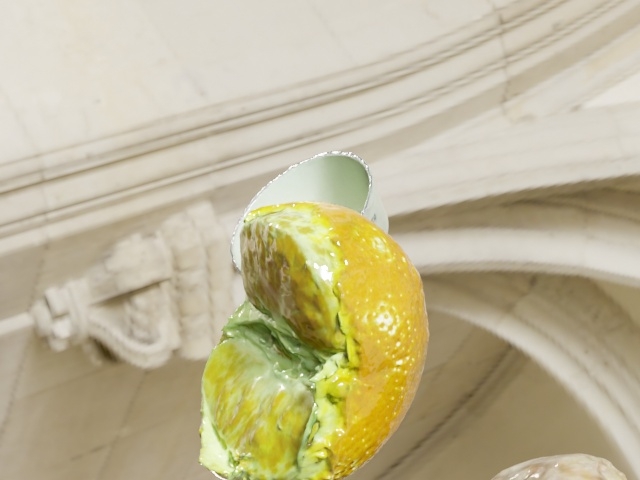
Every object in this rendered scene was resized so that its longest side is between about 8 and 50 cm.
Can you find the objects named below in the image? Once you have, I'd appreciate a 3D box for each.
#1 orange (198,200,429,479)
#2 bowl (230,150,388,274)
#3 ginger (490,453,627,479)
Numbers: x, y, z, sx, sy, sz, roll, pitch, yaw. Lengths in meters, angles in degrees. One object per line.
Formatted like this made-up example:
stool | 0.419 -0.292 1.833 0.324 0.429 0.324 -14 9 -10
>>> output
orange | -0.003 0.084 1.052 0.179 0.158 0.237 26 -73 45
bowl | 0.000 0.000 1.652 0.211 0.211 0.112 24 -21 49
ginger | 0.207 0.274 1.069 0.304 0.155 0.244 35 -55 -13
